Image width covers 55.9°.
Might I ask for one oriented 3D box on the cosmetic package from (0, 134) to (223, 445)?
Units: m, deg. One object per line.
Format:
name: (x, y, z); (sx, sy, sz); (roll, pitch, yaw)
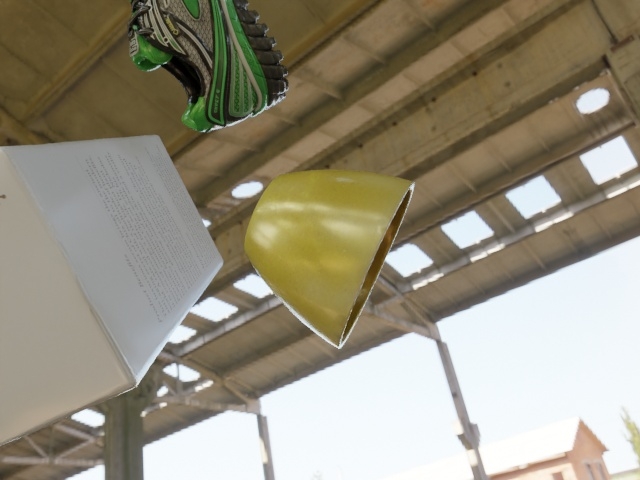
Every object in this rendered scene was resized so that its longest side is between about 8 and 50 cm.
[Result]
cosmetic package: (-0.269, 0.013, 0.719); (0.161, 0.230, 0.453); (-25, 9, 5)

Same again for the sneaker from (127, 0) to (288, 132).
sneaker: (-0.173, -0.284, 0.692); (0.146, 0.134, 0.343); (-37, -69, -19)

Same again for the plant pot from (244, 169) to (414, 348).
plant pot: (0.000, 0.000, 0.455); (0.095, 0.134, 0.134); (24, -30, 10)
